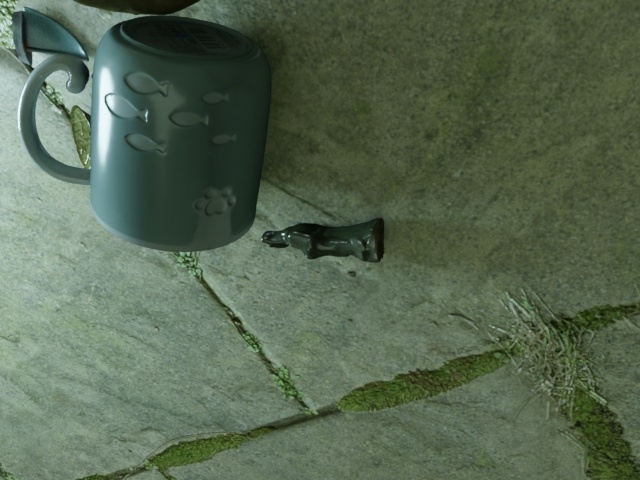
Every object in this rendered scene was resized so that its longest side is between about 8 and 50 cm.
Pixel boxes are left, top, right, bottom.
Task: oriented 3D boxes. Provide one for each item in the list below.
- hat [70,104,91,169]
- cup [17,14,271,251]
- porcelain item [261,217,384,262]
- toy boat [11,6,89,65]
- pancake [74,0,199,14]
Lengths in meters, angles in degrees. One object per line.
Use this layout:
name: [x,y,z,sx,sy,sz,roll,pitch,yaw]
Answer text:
hat: [-0.372,-0.167,1.101,0.146,0.067,0.146,35,135,44]
cup: [-0.252,-0.174,0.928,0.357,0.259,0.274,8,122,-9]
porcelain item: [0.000,0.000,1.094,0.216,0.081,0.069,1,122,14]
toy boat: [-0.434,-0.326,1.035,0.122,0.034,0.096,7,124,0]
pancake: [-0.224,-0.384,0.812,0.294,0.294,0.049,-27,73,28]
